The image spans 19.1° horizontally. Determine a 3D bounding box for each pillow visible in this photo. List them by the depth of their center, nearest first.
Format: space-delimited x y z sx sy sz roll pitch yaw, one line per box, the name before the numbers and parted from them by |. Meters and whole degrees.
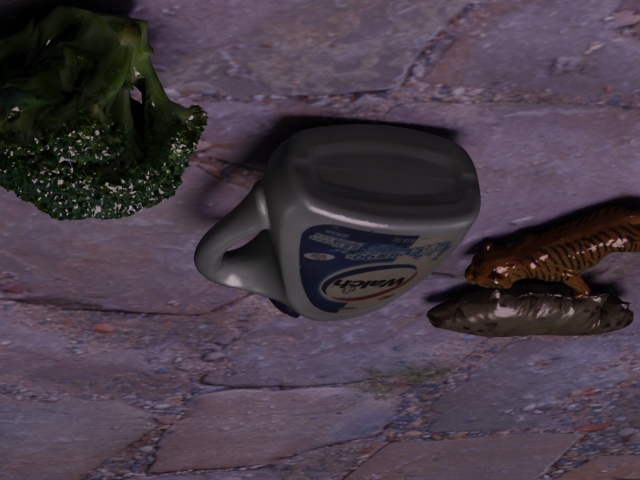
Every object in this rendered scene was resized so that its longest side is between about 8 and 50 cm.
pillow | 0.234 0.072 2.022 0.241 0.051 0.093 2 155 -17

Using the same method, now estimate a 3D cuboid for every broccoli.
broccoli | -0.180 -0.094 1.395 0.195 0.156 0.195 11 -169 -2

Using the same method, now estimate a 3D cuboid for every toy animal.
toy animal | 0.262 0.010 1.884 0.241 0.057 0.099 -19 154 25

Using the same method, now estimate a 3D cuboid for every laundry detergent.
laundry detergent | 0.000 0.000 1.714 0.215 0.105 0.280 3 156 -26
